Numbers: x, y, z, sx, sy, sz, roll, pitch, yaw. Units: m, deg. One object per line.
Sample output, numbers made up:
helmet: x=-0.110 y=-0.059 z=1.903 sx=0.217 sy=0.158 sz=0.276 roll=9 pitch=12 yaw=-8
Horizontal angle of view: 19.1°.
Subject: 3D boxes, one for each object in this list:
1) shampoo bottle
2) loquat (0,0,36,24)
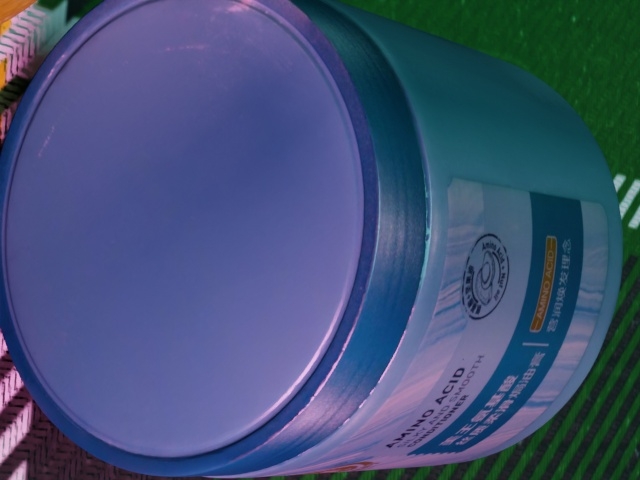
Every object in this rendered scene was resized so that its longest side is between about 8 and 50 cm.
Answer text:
shampoo bottle: x=0.000 y=0.000 z=1.349 sx=0.342 sy=0.331 sz=0.331 roll=8 pitch=85 yaw=-55
loquat: x=-0.227 y=-0.250 z=1.029 sx=0.328 sy=0.359 sz=0.328 roll=-39 pitch=144 yaw=-36
